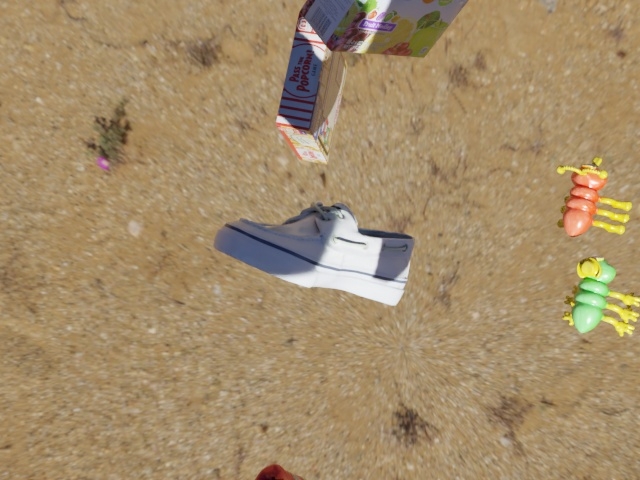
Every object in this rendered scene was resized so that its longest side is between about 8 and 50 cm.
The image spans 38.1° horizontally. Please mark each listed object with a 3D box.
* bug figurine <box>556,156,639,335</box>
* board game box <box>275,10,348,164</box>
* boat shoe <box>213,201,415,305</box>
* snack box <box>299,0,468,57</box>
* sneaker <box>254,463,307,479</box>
[{"bbox_3d":[0.372,0.007,1.035,0.279,0.072,0.216,6,78,42],"label":"bug figurine"},{"bbox_3d":[-0.007,-0.192,1.209,0.045,0.193,0.147,11,83,9],"label":"board game box"},{"bbox_3d":[0.000,0.000,0.827,0.083,0.226,0.076,23,94,40],"label":"boat shoe"},{"bbox_3d":[0.102,-0.293,0.978,0.070,0.174,0.207,53,127,22],"label":"snack box"},{"bbox_3d":[-0.060,0.305,0.891,0.118,0.279,0.107,38,103,0],"label":"sneaker"}]
